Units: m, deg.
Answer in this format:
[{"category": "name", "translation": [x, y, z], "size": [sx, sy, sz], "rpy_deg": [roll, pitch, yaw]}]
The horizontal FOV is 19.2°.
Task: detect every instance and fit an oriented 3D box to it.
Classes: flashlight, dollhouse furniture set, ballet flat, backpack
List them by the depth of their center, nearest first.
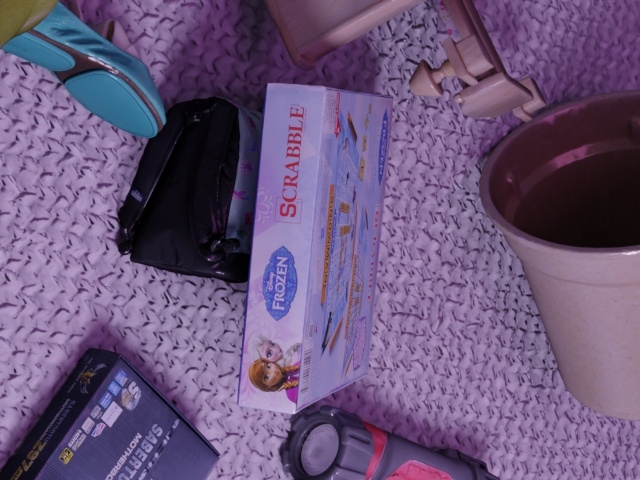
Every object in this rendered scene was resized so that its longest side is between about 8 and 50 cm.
[{"category": "ballet flat", "translation": [-0.229, -0.188, 1.819], "size": [0.247, 0.083, 0.087], "rpy_deg": [33, 60, -42]}, {"category": "backpack", "translation": [-0.112, -0.053, 1.915], "size": [0.115, 0.152, 0.182], "rpy_deg": [23, 77, -58]}, {"category": "dollhouse furniture set", "translation": [0.075, -0.263, 2.085], "size": [0.303, 0.174, 0.355], "rpy_deg": [67, 16, 14]}, {"category": "flashlight", "translation": [0.091, 0.275, 2.165], "size": [0.304, 0.103, 0.103], "rpy_deg": [28, 104, -42]}]

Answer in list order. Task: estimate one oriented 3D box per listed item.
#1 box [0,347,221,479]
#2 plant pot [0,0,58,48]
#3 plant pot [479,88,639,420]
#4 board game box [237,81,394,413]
[{"category": "box", "translation": [-0.225, 0.254, 1.900], "size": [0.232, 0.059, 0.183], "rpy_deg": [-55, 129, -22]}, {"category": "plant pot", "translation": [-0.398, -0.232, 1.510], "size": [0.353, 0.366, 0.366], "rpy_deg": [-33, 118, -48]}, {"category": "plant pot", "translation": [0.378, 0.036, 2.266], "size": [0.334, 0.334, 0.305], "rpy_deg": [-38, 131, -32]}, {"category": "board game box", "translation": [0.000, 0.000, 1.954], "size": [0.318, 0.066, 0.318], "rpy_deg": [-7, 104, -76]}]
